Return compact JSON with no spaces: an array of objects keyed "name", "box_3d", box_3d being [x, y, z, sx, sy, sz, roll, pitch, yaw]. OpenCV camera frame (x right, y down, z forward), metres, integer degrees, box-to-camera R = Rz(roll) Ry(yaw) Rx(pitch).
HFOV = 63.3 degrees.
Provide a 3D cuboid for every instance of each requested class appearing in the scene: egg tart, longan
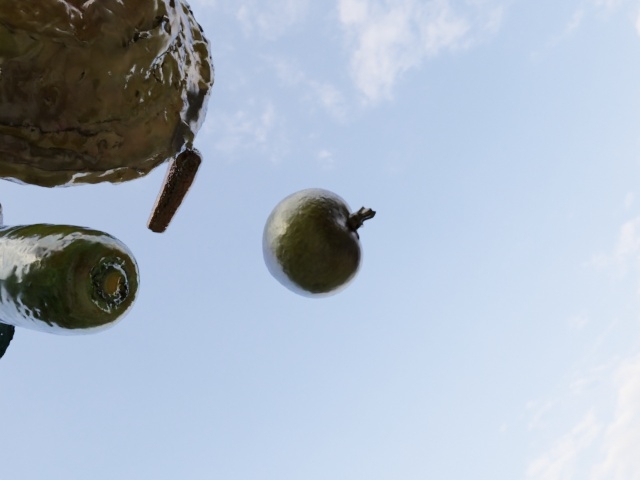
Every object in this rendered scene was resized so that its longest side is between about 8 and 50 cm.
[{"name":"egg tart","box_3d":[-0.255,-0.218,0.509,0.352,0.150,0.352,14,-122,-24]},{"name":"longan","box_3d":[0.000,0.000,0.735,0.176,0.145,0.154,-24,-85,19]}]

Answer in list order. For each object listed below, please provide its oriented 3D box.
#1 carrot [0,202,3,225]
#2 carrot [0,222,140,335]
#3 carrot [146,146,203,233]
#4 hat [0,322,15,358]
[{"name":"carrot","box_3d":[-0.523,0.058,0.765,0.066,0.066,0.314,17,-58,-34]},{"name":"carrot","box_3d":[-0.284,0.014,0.402,0.074,0.358,0.074,-20,-67,-60]},{"name":"carrot","box_3d":[-0.250,-0.086,0.885,0.055,0.055,0.161,20,-80,-34]},{"name":"hat","box_3d":[-0.398,0.121,0.508,0.191,0.078,0.138,-34,-33,16]}]
